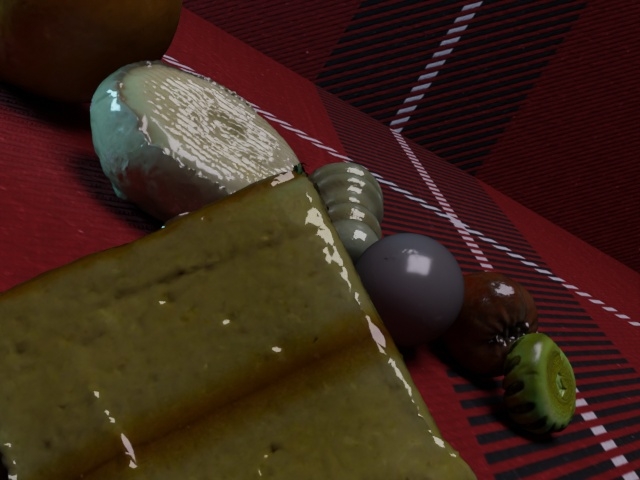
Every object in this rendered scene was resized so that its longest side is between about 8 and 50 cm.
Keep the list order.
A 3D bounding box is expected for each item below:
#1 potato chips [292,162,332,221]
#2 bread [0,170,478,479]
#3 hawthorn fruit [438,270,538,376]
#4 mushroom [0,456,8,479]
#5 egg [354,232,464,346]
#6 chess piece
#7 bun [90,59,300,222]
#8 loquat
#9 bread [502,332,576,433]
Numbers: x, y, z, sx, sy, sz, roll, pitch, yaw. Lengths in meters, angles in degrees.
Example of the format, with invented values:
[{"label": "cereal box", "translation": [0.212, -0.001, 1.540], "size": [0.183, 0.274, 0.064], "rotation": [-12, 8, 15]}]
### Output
[{"label": "potato chips", "translation": [-0.004, 0.001, 1.247], "size": [0.202, 0.029, 0.220], "rotation": [-86, 161, -52]}, {"label": "bread", "translation": [-0.051, 0.157, 0.706], "size": [0.233, 0.244, 0.362], "rotation": [61, -12, 23]}, {"label": "hawthorn fruit", "translation": [0.225, 0.101, 1.423], "size": [0.149, 0.149, 0.189], "rotation": [22, 22, -35]}, {"label": "mushroom", "translation": [-0.190, 0.115, 0.645], "size": [0.107, 0.087, 0.333], "rotation": [27, 19, -6]}, {"label": "egg", "translation": [0.114, 0.063, 1.312], "size": [0.146, 0.146, 0.198], "rotation": [38, 14, 20]}, {"label": "chess piece", "translation": [0.037, -0.012, 1.470], "size": [0.133, 0.133, 0.243], "rotation": [28, 21, -15]}, {"label": "bun", "translation": [-0.161, -0.098, 1.286], "size": [0.287, 0.146, 0.287], "rotation": [26, 30, -16]}, {"label": "loquat", "translation": [-0.343, -0.349, 1.380], "size": [0.328, 0.329, 0.328], "rotation": [30, 15, -9]}, {"label": "bread", "translation": [0.285, 0.191, 1.330], "size": [0.071, 0.130, 0.139], "rotation": [-11, -22, 36]}]
